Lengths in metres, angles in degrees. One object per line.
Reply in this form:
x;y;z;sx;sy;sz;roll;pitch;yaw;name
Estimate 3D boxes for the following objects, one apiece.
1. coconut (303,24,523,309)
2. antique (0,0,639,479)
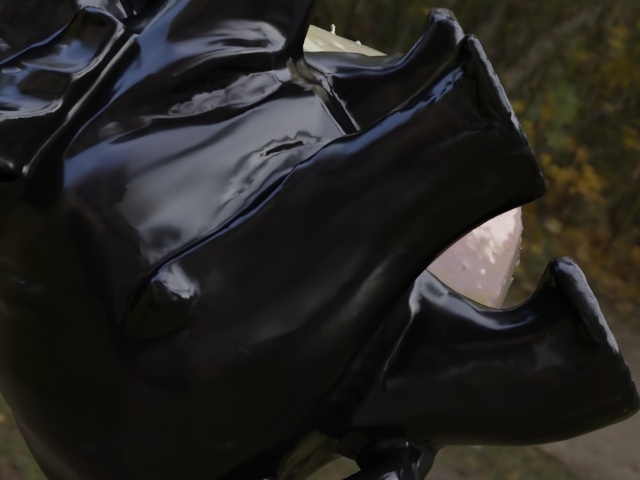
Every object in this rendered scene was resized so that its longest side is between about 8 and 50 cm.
0.000;0.000;1.252;0.310;0.297;0.297;22;12;-34;coconut
-0.044;-0.024;0.727;0.322;0.255;0.185;69;9;26;antique
